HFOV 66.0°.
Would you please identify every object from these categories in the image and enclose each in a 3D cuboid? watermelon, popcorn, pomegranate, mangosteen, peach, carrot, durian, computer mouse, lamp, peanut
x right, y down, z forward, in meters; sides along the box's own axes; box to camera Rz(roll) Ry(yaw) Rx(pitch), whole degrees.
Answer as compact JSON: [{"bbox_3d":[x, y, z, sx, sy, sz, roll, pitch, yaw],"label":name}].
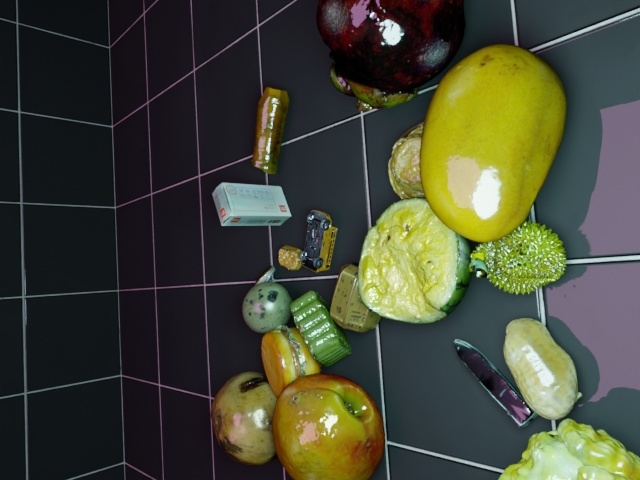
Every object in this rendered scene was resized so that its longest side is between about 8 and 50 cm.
[{"bbox_3d":[0.261,0.061,1.275,0.330,0.189,0.331,-18,64,42],"label":"watermelon"},{"bbox_3d":[0.494,0.501,0.956,0.335,0.274,0.279,92,-168,-69],"label":"popcorn"},{"bbox_3d":[-0.233,0.618,1.722,0.322,0.322,0.322,0,90,46],"label":"pomegranate"},{"bbox_3d":[0.182,-0.540,1.259,0.380,0.421,0.381,-4,67,10],"label":"mangosteen"},{"bbox_3d":[0.011,0.566,1.447,0.372,0.372,0.290,-46,21,36],"label":"peach"},{"bbox_3d":[-0.186,-0.402,1.800,0.114,0.114,0.302,24,109,44],"label":"carrot"},{"bbox_3d":[0.442,0.038,1.103,0.198,0.159,0.146,-18,45,34],"label":"durian"},{"bbox_3d":[-0.229,0.177,1.860,0.044,0.102,0.199,30,118,1],"label":"computer mouse"},{"bbox_3d":[0.113,0.165,1.449,0.161,0.161,0.185,25,102,44],"label":"lamp"},{"bbox_3d":[0.483,0.274,1.083,0.129,0.129,0.224,-42,59,38],"label":"peanut"}]

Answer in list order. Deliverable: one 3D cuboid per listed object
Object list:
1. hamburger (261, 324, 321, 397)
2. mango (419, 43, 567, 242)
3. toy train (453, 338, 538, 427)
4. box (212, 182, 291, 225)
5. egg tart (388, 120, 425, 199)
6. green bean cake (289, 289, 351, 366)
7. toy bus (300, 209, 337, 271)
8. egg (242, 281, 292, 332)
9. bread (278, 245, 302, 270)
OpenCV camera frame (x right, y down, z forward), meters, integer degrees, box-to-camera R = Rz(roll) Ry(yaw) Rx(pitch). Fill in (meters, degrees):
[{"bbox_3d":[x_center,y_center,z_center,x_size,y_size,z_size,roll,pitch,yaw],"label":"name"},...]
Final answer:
[{"bbox_3d":[-0.089,0.396,1.637,0.246,0.170,0.246,173,90,-67],"label":"hamburger"},{"bbox_3d":[0.369,-0.212,1.086,0.300,0.232,0.446,6,79,26],"label":"mango"},{"bbox_3d":[0.420,0.335,1.206,0.055,0.048,0.252,-54,48,19],"label":"toy train"},{"bbox_3d":[-0.241,-0.126,1.740,0.079,0.269,0.135,-38,65,40],"label":"box"},{"bbox_3d":[0.272,-0.211,1.323,0.241,0.106,0.241,-4,84,43],"label":"egg tart"},{"bbox_3d":[0.000,0.273,1.527,0.113,0.214,0.200,-30,64,3],"label":"green bean cake"},{"bbox_3d":[0.000,0.000,1.617,0.083,0.088,0.195,25,109,43],"label":"toy bus"},{"bbox_3d":[-0.193,0.246,1.758,0.177,0.177,0.228,64,147,25],"label":"egg"},{"bbox_3d":[-0.106,0.063,1.759,0.110,0.044,0.083,16,103,43],"label":"bread"}]
